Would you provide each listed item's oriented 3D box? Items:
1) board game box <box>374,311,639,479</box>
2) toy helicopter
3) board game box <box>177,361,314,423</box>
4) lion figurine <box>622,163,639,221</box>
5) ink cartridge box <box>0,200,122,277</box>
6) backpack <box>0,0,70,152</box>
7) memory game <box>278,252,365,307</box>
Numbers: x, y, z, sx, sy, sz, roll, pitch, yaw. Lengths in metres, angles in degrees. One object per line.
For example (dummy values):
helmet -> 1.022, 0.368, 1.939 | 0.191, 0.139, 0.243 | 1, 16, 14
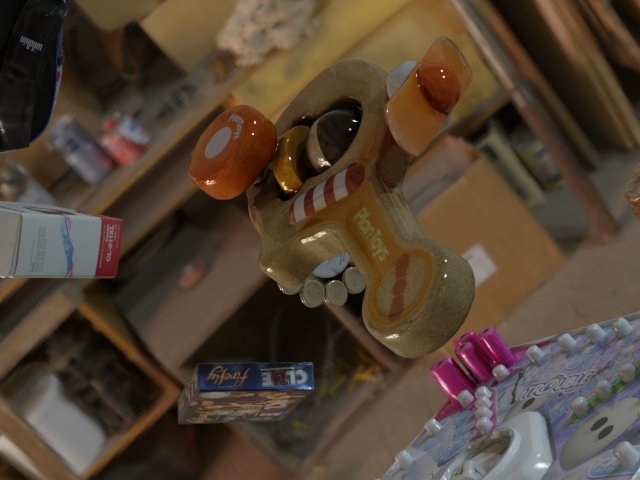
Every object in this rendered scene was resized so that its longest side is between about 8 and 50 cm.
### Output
board game box -> 0.125, 0.179, 1.056 | 0.390, 0.050, 0.390 | -45, 9, -29
toy helicopter -> 0.046, -0.040, 1.030 | 0.235, 0.140, 0.355 | -45, 33, 11
board game box -> -0.115, 0.226, 1.939 | 0.243, 0.165, 0.042 | 124, 144, -68
lion figurine -> 0.494, -0.061, 1.252 | 0.392, 0.142, 0.240 | -10, 10, -35
ink cartridge box -> -0.326, -0.002, 1.473 | 0.128, 0.175, 0.072 | 11, 93, 28
backpack -> -0.478, -0.255, 1.819 | 0.277, 0.263, 0.213 | 3, 15, -10
memory game -> 0.000, 0.000, 1.765 | 0.012, 0.186, 0.186 | -13, 39, 54
